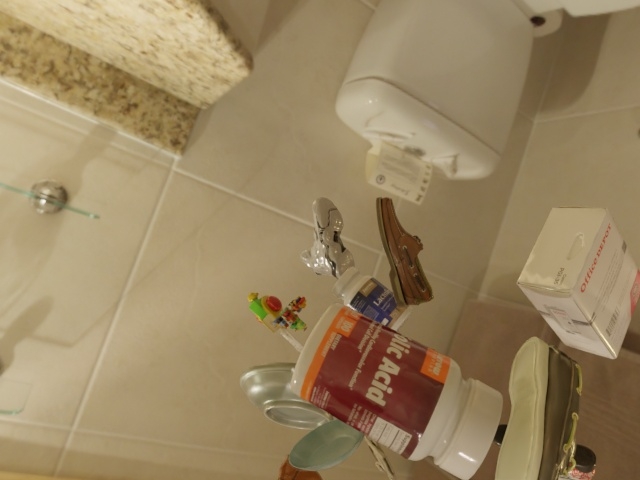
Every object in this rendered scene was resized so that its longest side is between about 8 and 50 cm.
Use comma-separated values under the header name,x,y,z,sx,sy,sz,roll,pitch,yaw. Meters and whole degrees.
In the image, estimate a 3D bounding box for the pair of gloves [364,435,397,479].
name,x,y,z,sx,sy,sz,roll,pitch,yaw
pair of gloves,0.224,0.775,1.495,0.240,0.042,0.204,64,173,-4

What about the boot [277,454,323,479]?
name,x,y,z,sx,sy,sz,roll,pitch,yaw
boot,-0.085,0.952,1.776,0.197,0.073,0.152,34,-159,-2

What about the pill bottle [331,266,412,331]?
name,x,y,z,sx,sy,sz,roll,pitch,yaw
pill bottle,0.179,0.219,1.605,0.264,0.153,0.153,37,-179,17

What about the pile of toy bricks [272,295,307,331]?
name,x,y,z,sx,sy,sz,roll,pitch,yaw
pile of toy bricks,-0.093,0.289,1.647,0.105,0.118,0.212,41,146,-1

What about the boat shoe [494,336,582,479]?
name,x,y,z,sx,sy,sz,roll,pitch,yaw
boat shoe,0.332,0.293,0.677,0.091,0.305,0.109,25,145,3

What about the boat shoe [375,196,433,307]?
name,x,y,z,sx,sy,sz,roll,pitch,yaw
boat shoe,0.228,0.023,1.230,0.104,0.307,0.110,-14,-179,18

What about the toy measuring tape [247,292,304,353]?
name,x,y,z,sx,sy,sz,roll,pitch,yaw
toy measuring tape,-0.166,0.326,1.865,0.330,0.121,0.121,42,175,0

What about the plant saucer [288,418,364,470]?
name,x,y,z,sx,sy,sz,roll,pitch,yaw
plant saucer,0.023,0.469,1.032,0.194,0.037,0.195,-24,180,0

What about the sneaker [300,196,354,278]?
name,x,y,z,sx,sy,sz,roll,pitch,yaw
sneaker,0.000,0.000,1.925,0.210,0.366,0.137,-3,-157,44

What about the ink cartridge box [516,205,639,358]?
name,x,y,z,sx,sy,sz,roll,pitch,yaw
ink cartridge box,0.563,0.088,0.969,0.283,0.207,0.117,42,162,-31

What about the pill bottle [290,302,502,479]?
name,x,y,z,sx,sy,sz,roll,pitch,yaw
pill bottle,0.155,0.312,0.961,0.392,0.224,0.224,25,177,14

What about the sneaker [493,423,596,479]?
name,x,y,z,sx,sy,sz,roll,pitch,yaw
sneaker,0.624,0.626,1.295,0.270,0.145,0.090,5,-147,28

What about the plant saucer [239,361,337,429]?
name,x,y,z,sx,sy,sz,roll,pitch,yaw
plant saucer,-0.065,0.508,1.422,0.400,0.101,0.400,6,141,5
